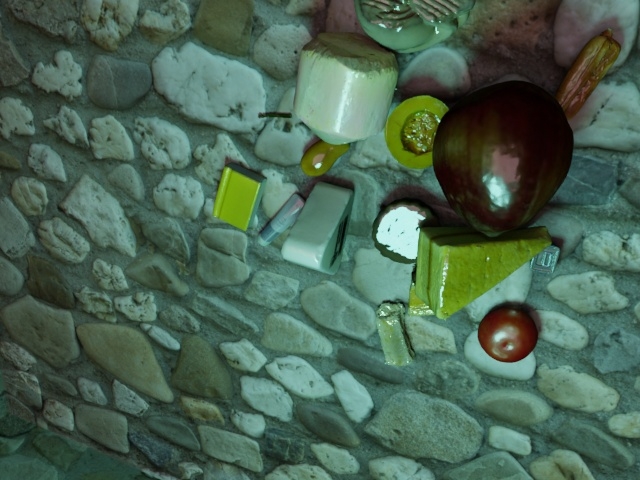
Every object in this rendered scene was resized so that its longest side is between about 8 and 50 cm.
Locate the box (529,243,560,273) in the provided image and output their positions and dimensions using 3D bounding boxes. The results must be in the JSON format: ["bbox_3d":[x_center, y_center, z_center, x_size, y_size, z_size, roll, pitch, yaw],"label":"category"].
[{"bbox_3d":[0.707,0.050,1.497,0.074,0.054,0.099,12,114,18],"label":"box"}]

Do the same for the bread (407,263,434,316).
[{"bbox_3d":[0.368,0.165,1.621,0.169,0.140,0.159,-7,118,20],"label":"bread"}]

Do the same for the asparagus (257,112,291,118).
[{"bbox_3d":[-0.160,-0.432,1.646,0.127,0.015,0.018,5,111,19],"label":"asparagus"}]

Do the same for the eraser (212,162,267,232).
[{"bbox_3d":[-0.306,-0.165,1.779,0.158,0.069,0.225,28,117,10],"label":"eraser"}]

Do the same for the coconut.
[{"bbox_3d":[0.068,-0.433,1.408,0.298,0.297,0.309,25,132,10],"label":"coconut"}]

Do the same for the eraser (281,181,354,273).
[{"bbox_3d":[0.000,0.000,1.655,0.150,0.331,0.330,18,116,11],"label":"eraser"}]

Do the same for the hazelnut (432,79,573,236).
[{"bbox_3d":[0.476,-0.213,1.269,0.353,0.420,0.420,14,116,-3],"label":"hazelnut"}]

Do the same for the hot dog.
[{"bbox_3d":[0.711,-0.447,1.284,0.102,0.076,0.249,10,122,-24],"label":"hot dog"}]

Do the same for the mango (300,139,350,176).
[{"bbox_3d":[0.011,-0.288,1.604,0.184,0.085,0.102,-33,98,22],"label":"mango"}]

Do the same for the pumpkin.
[{"bbox_3d":[0.299,-0.333,1.459,0.218,0.110,0.217,0,105,0],"label":"pumpkin"}]

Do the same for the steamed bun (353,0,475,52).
[{"bbox_3d":[0.246,-0.672,1.293,0.310,0.219,0.323,-5,84,7],"label":"steamed bun"}]

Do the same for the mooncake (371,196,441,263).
[{"bbox_3d":[0.290,-0.036,1.582,0.229,0.124,0.228,5,111,13],"label":"mooncake"}]

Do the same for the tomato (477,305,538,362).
[{"bbox_3d":[0.626,0.318,1.589,0.195,0.136,0.194,7,113,18],"label":"tomato"}]

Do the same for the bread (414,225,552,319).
[{"bbox_3d":[0.492,0.075,1.425,0.362,0.233,0.244,-3,105,-7],"label":"bread"}]

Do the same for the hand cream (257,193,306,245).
[{"bbox_3d":[-0.144,-0.072,1.771,0.079,0.048,0.255,44,116,-7],"label":"hand cream"}]

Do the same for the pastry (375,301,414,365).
[{"bbox_3d":[0.278,0.354,1.766,0.122,0.089,0.258,-8,111,10],"label":"pastry"}]
